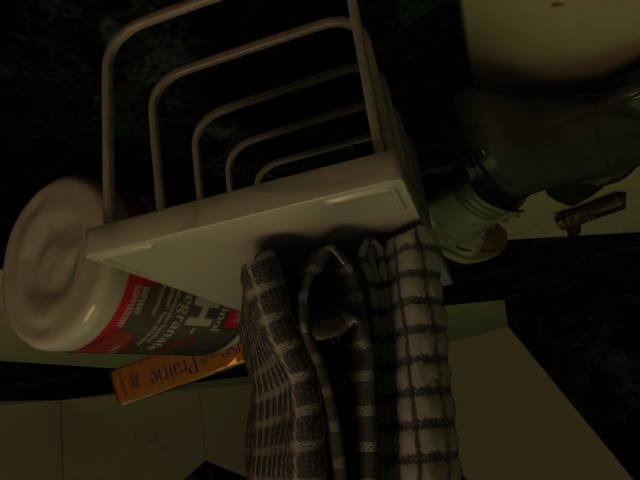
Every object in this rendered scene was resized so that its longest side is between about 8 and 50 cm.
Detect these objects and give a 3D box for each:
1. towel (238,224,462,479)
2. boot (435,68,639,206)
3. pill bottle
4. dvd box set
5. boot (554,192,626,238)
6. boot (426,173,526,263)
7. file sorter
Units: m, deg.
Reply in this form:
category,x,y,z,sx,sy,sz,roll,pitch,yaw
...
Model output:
category,x,y,z,sx,sy,sz,roll,pitch,yaw
towel,-0.002,0.143,0.423,0.121,0.235,0.284,1,160,-10
boot,0.270,-0.127,0.534,0.222,0.118,0.338,-29,165,40
pill bottle,-0.176,0.046,0.688,0.176,0.177,0.318,-19,160,28
dvd box set,-0.084,0.160,0.971,0.420,0.062,0.307,-21,171,9
boot,0.471,-0.044,0.993,0.114,0.037,0.106,-27,158,32
boot,0.228,-0.033,0.816,0.213,0.077,0.165,11,154,-31
file sorter,-0.019,-0.052,0.470,0.192,0.173,0.277,-13,162,14
